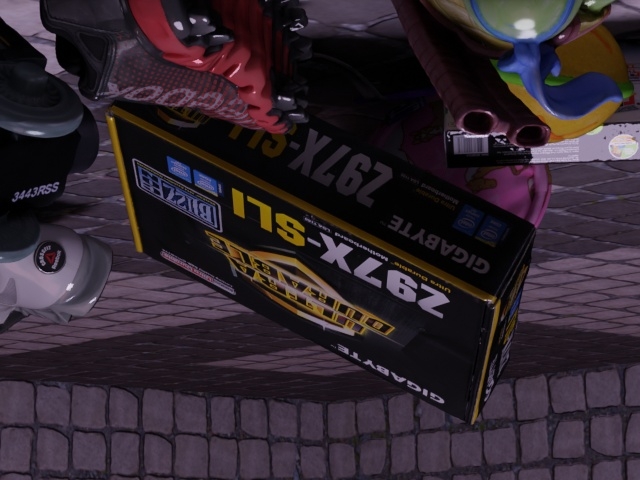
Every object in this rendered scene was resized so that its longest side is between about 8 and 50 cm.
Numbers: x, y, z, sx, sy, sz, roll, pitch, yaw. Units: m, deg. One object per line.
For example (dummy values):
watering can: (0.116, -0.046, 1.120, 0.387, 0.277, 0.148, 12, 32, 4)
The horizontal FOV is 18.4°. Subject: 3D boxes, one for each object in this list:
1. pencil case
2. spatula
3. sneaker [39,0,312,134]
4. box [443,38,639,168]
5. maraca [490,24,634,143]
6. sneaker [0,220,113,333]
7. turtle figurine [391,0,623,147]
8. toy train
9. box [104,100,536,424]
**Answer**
pencil case: (0.085, -0.017, 1.769, 0.167, 0.160, 0.386, 33, 169, 1)
spatula: (0.004, -0.128, 1.488, 0.296, 0.030, 0.084, 8, 173, -41)
sneaker: (-0.092, -0.131, 1.276, 0.135, 0.097, 0.276, -5, 167, 18)
box: (0.194, -0.103, 1.450, 0.207, 0.114, 0.036, -2, 127, 5)
maraca: (0.140, -0.123, 1.375, 0.127, 0.099, 0.186, 8, -168, -27)
sneaker: (-0.355, 0.021, 2.084, 0.146, 0.122, 0.330, 25, 158, -28)
turtle figurine: (0.095, -0.198, 0.933, 0.198, 0.274, 0.266, -25, -173, 6)
toy train: (-0.293, -0.062, 1.199, 0.190, 0.142, 0.334, 39, -145, 27)
box: (0.000, 0.000, 1.522, 0.322, 0.079, 0.257, 27, 157, 11)
